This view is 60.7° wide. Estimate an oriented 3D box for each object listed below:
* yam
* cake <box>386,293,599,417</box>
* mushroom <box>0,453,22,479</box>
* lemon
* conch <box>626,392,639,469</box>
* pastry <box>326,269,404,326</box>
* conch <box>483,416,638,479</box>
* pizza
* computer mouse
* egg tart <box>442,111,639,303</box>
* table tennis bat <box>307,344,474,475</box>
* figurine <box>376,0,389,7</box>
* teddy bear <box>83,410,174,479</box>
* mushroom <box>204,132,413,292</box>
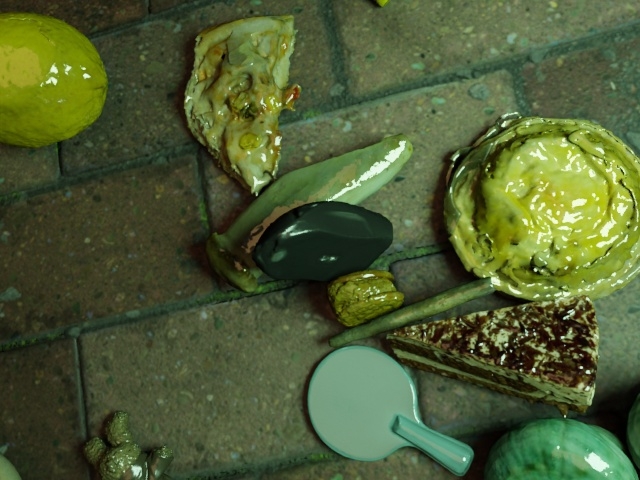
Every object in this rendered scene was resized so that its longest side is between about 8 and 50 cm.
[{"bbox_3d":[0.116,0.100,0.720,0.234,0.027,0.029,-24,95,17],"label":"yam"},{"bbox_3d":[0.223,0.116,0.697,0.246,0.112,0.135,13,62,26],"label":"cake"},{"bbox_3d":[-0.527,0.401,0.759,0.227,0.178,0.226,0,89,16],"label":"mushroom"},{"bbox_3d":[-0.450,-0.244,0.842,0.260,0.204,0.204,-2,80,9],"label":"lemon"},{"bbox_3d":[0.447,0.244,0.603,0.220,0.195,0.277,-44,113,-11],"label":"conch"},{"bbox_3d":[0.059,0.076,0.740,0.097,0.109,0.057,-43,56,46],"label":"pastry"},{"bbox_3d":[0.282,0.289,0.649,0.188,0.122,0.175,-20,104,8],"label":"conch"},{"bbox_3d":[-0.123,-0.209,0.838,0.189,0.071,0.296,1,81,11],"label":"pizza"},{"bbox_3d":[0.000,0.000,0.711,0.122,0.217,0.073,-45,55,30],"label":"computer mouse"},{"bbox_3d":[0.298,-0.052,0.711,0.291,0.107,0.290,-2,80,10],"label":"egg tart"},{"bbox_3d":[0.092,0.239,0.739,0.237,0.038,0.149,25,84,18],"label":"table tennis bat"},{"bbox_3d":[0.126,-0.443,0.824,0.178,0.109,0.129,-31,54,1],"label":"figurine"},{"bbox_3d":[-0.272,0.324,0.773,0.160,0.078,0.119,40,86,16],"label":"teddy bear"},{"bbox_3d":[-0.021,-0.055,0.787,0.333,0.087,0.107,-40,77,-1],"label":"mushroom"}]
